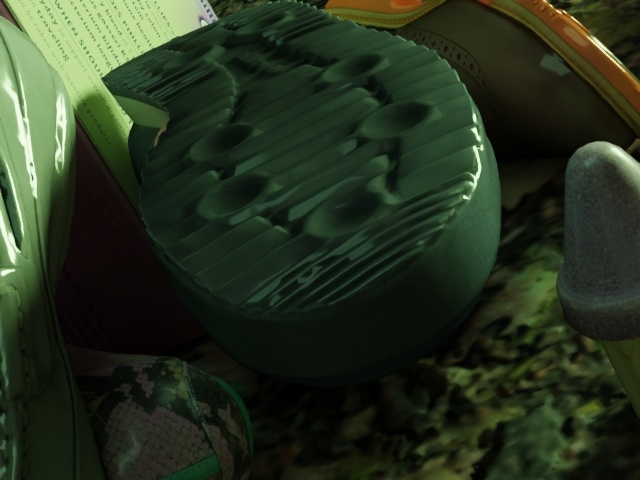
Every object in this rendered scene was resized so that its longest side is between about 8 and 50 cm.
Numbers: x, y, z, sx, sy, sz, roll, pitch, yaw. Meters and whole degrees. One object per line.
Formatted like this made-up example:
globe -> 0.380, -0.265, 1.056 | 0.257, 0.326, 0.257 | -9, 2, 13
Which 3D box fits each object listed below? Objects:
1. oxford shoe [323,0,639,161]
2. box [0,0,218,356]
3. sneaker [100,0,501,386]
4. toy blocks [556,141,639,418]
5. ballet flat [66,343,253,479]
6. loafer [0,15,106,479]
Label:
oxford shoe -> 0.054, -0.055, 0.635 | 0.098, 0.097, 0.271 | -52, 21, -6
box -> -0.136, -0.079, 0.714 | 0.117, 0.213, 0.243 | -22, 25, 17
sneaker -> 0.000, 0.000, 0.506 | 0.112, 0.131, 0.319 | -23, 20, -3
toy blocks -> 0.116, -0.027, 0.272 | 0.309, 0.260, 0.288 | -17, 27, 25
ballet flat -> -0.122, 0.075, 0.554 | 0.221, 0.077, 0.079 | 2, 16, 45
loafer -> -0.136, 0.040, 0.459 | 0.112, 0.111, 0.319 | -25, 51, 15
